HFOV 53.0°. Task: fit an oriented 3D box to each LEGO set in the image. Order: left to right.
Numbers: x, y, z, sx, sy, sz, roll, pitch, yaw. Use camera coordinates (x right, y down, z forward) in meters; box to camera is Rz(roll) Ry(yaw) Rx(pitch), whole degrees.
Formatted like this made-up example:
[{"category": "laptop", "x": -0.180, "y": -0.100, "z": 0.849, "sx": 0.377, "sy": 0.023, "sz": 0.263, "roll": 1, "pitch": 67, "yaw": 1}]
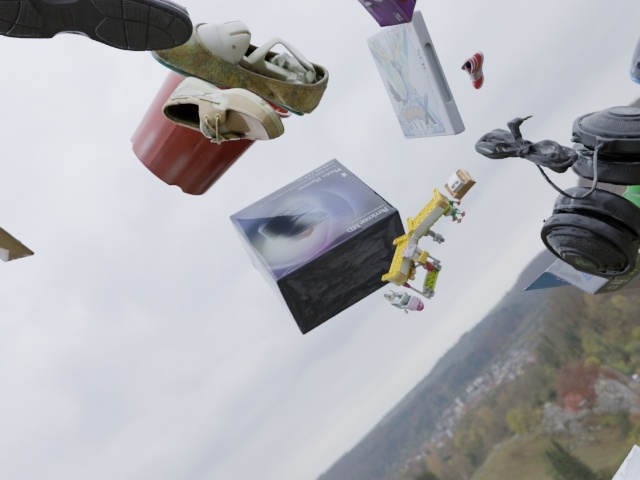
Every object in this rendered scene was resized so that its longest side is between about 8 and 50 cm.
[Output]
[{"category": "LEGO set", "x": 0.219, "y": 0.009, "z": 1.218, "sx": 0.287, "sy": 0.107, "sz": 0.132, "roll": -62, "pitch": 18, "yaw": -5}]

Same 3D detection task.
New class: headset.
[{"category": "headset", "x": 0.370, "y": -0.079, "z": 0.893, "sx": 0.394, "sy": 0.185, "sz": 0.243, "roll": 9, "pitch": -83, "yaw": -52}]

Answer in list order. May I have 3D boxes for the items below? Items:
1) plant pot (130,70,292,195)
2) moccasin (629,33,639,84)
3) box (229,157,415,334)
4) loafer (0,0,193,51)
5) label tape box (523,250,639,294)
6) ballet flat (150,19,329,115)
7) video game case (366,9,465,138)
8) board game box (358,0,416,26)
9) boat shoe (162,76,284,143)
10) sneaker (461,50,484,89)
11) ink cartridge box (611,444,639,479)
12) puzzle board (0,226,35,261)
[{"category": "plant pot", "x": -0.248, "y": -0.256, "z": 1.369, "sx": 0.265, "sy": 0.272, "sz": 0.272, "roll": -47, "pitch": -18, "yaw": 18}, {"category": "moccasin", "x": 0.689, "y": -0.444, "z": 1.190, "sx": 0.117, "sy": 0.138, "sz": 0.341, "roll": 50, "pitch": -120, "yaw": -72}, {"category": "box", "x": 0.000, "y": 0.000, "z": 1.432, "sx": 0.296, "sy": 0.294, "sz": 0.182, "roll": -31, "pitch": -51, "yaw": -10}, {"category": "loafer", "x": -0.345, "y": -0.356, "z": 0.958, "sx": 0.303, "sy": 0.095, "sz": 0.109, "roll": -1, "pitch": -30, "yaw": -17}, {"category": "label tape box", "x": 0.589, "y": 0.024, "z": 1.224, "sx": 0.241, "sy": 0.105, "sz": 0.333, "roll": -1, "pitch": -41, "yaw": -37}, {"category": "ballet flat", "x": -0.127, "y": -0.323, "z": 1.141, "sx": 0.349, "sy": 0.123, "sz": 0.123, "roll": 13, "pitch": -53, "yaw": -38}, {"category": "video game case", "x": 0.233, "y": -0.405, "z": 1.638, "sx": 0.036, "sy": 0.299, "sz": 0.329, "roll": -26, "pitch": 12, "yaw": -9}, {"category": "board game box", "x": 0.008, "y": -0.380, "z": 0.578, "sx": 0.347, "sy": 0.056, "sz": 0.208, "roll": 28, "pitch": -103, "yaw": -49}, {"category": "boat shoe", "x": -0.090, "y": -0.110, "z": 0.582, "sx": 0.045, "sy": 0.135, "sz": 0.050, "roll": -49, "pitch": -42, "yaw": -23}, {"category": "sneaker", "x": 0.446, "y": -0.489, "z": 1.885, "sx": 0.067, "sy": 0.042, "sz": 0.118, "roll": -36, "pitch": -45, "yaw": -27}, {"category": "ink cartridge box", "x": 0.877, "y": 0.633, "z": 1.502, "sx": 0.226, "sy": 0.306, "sz": 0.131, "roll": 32, "pitch": -90, "yaw": -40}, {"category": "puzzle board", "x": -0.623, "y": -0.006, "z": 1.227, "sx": 0.096, "sy": 0.011, "sz": 0.128, "roll": -11, "pitch": -44, "yaw": 31}]
